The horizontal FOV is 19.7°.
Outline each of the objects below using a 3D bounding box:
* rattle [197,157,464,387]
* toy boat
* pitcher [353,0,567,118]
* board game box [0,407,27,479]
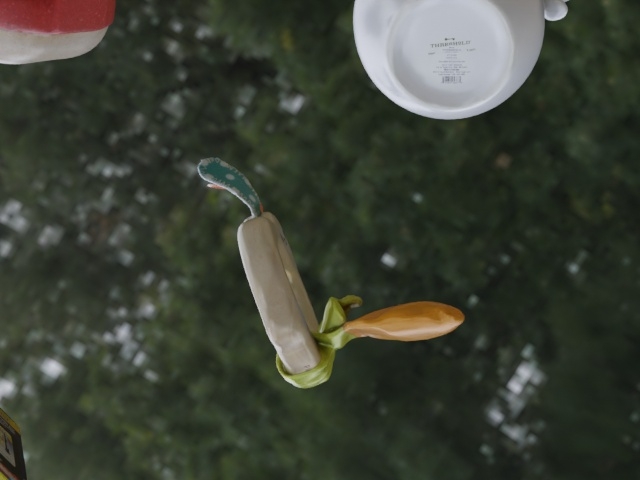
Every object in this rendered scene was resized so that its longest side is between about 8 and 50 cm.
[{"bbox_3d":[0.000,0.000,1.368,0.130,0.142,0.200,42,-157,-41],"label":"rattle"},{"bbox_3d":[-0.248,-0.231,1.320,0.231,0.151,0.151,28,-158,22],"label":"toy boat"},{"bbox_3d":[0.112,-0.163,1.251,0.177,0.125,0.207,-7,-157,6],"label":"pitcher"},{"bbox_3d":[-0.321,0.145,1.560,0.170,0.048,0.141,51,-178,-23],"label":"board game box"}]
